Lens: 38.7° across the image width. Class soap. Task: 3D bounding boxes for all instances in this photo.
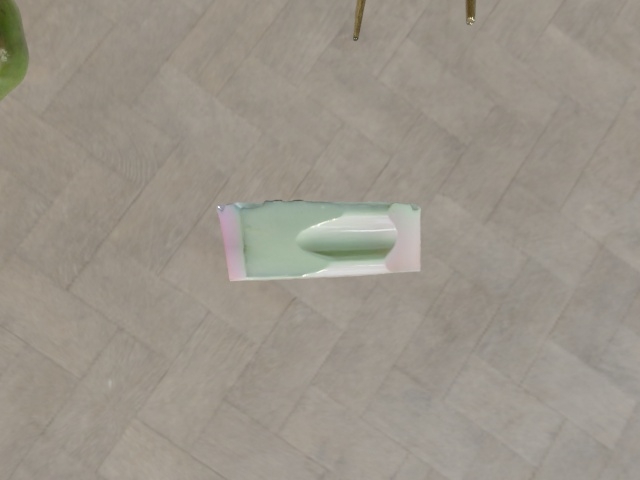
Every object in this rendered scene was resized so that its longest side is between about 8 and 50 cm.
[{"bbox_3d":[0.000,0.000,1.305,0.323,0.193,0.109,0,87,-37],"label":"soap"}]

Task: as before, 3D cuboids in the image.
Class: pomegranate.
[{"bbox_3d":[-0.470,-0.264,1.205,0.187,0.225,0.187,1,111,2],"label":"pomegranate"}]

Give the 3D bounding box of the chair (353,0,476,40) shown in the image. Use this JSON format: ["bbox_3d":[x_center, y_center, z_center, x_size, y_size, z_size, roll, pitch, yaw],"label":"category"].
[{"bbox_3d":[0.103,-0.410,1.099,0.166,0.188,0.272,-4,66,18],"label":"chair"}]
